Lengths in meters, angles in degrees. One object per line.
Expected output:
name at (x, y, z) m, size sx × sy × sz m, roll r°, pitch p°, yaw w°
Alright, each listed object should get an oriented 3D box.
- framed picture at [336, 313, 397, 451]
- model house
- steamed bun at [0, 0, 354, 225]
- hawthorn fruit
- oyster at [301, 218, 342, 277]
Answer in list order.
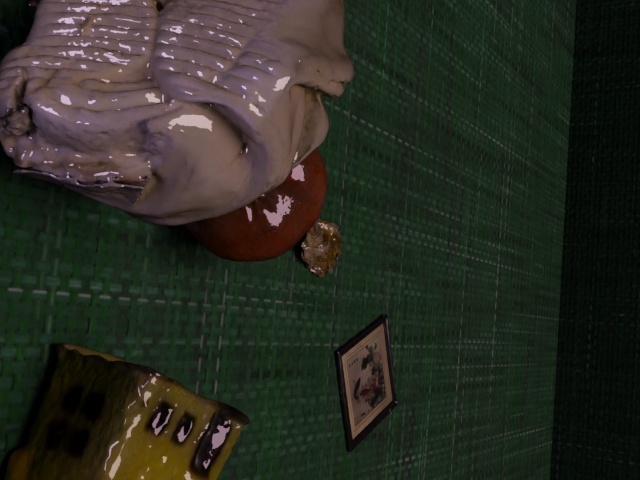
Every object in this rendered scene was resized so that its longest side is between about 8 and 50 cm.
framed picture at (0.089, 0.260, 1.488) m, size 0.195 × 0.010 × 0.199 m, roll -28°, pitch 114°, yaw -55°
model house at (-0.225, 0.252, 0.862) m, size 0.193 × 0.175 × 0.234 m, roll 45°, pitch 64°, yaw -50°
steamed bun at (-0.148, -0.163, 0.853) m, size 0.394 × 0.346 × 0.237 m, roll -32°, pitch 147°, yaw -19°
hawthorn fruit at (-0.081, -0.059, 1.061) m, size 0.251 × 0.199 × 0.199 m, roll 42°, pitch 54°, yaw -75°
oyster at (0.000, 0.000, 1.316) m, size 0.122 × 0.045 × 0.146 m, roll -69°, pitch 146°, yaw -52°
